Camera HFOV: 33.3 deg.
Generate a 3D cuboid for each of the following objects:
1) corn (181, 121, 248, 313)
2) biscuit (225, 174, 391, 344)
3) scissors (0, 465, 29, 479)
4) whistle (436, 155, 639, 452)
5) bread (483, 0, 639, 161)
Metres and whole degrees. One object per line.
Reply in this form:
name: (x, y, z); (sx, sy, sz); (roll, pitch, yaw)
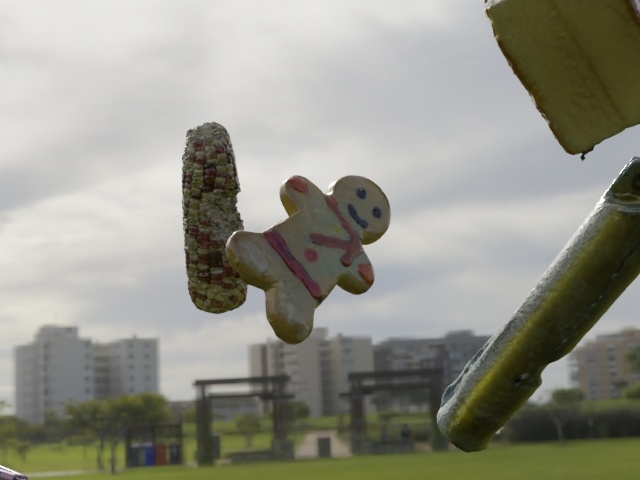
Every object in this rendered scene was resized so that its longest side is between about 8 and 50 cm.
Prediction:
corn: (-0.160, -0.032, 1.610); (0.098, 0.289, 0.098); (-1, 12, 0)
biscuit: (0.000, 0.000, 1.176); (0.234, 0.153, 0.030); (-37, 5, -40)
scissors: (-0.381, 0.284, 1.299); (0.113, 0.012, 0.039); (8, -11, 35)
whistle: (0.206, 0.064, 0.941); (0.057, 0.068, 0.326); (-33, -21, -56)
bread: (0.399, -0.311, 1.606); (0.207, 0.279, 0.279); (-30, 17, 28)
